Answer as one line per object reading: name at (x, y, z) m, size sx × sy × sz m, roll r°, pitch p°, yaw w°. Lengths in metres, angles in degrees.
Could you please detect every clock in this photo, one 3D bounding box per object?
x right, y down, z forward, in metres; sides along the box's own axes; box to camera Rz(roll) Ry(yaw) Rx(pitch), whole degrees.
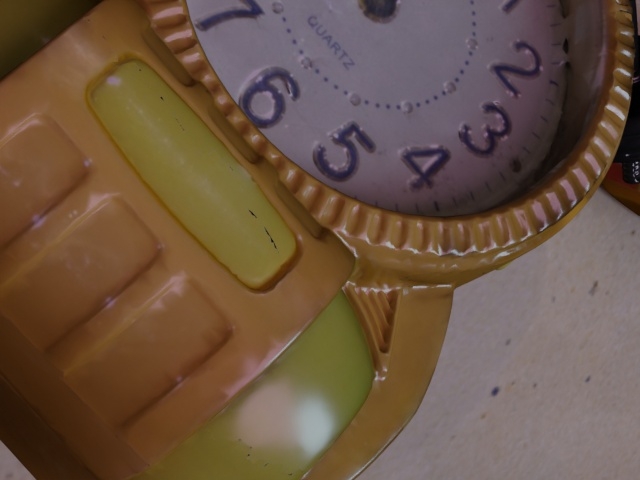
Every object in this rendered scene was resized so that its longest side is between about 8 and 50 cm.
clock at (-0.027, -0.056, 0.638) m, size 0.244 × 0.200 × 0.317 m, roll 50°, pitch 62°, yaw -10°

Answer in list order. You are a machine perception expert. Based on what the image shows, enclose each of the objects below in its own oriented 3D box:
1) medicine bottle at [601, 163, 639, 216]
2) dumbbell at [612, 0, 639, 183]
medicine bottle at (0.294, -0.027, 0.944) m, size 0.149 × 0.222 × 0.112 m, roll 23°, pitch 93°, yaw -45°
dumbbell at (0.160, -0.119, 0.867) m, size 0.099 × 0.099 × 0.208 m, roll -33°, pitch 129°, yaw -27°
